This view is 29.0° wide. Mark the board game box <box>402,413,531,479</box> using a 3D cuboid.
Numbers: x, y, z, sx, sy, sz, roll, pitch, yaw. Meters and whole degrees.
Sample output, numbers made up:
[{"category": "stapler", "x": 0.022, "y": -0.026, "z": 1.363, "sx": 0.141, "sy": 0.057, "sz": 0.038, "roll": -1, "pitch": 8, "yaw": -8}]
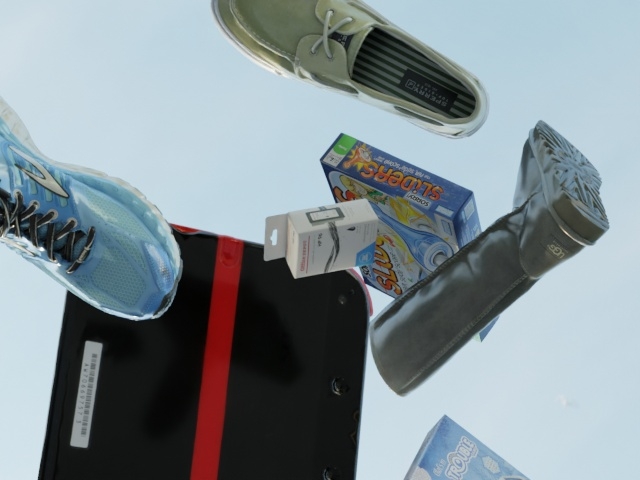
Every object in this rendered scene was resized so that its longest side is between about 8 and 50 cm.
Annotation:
[{"category": "board game box", "x": 0.085, "y": 0.145, "z": 0.651, "sx": 0.090, "sy": 0.090, "sz": 0.020, "roll": 36, "pitch": -60, "yaw": 3}]

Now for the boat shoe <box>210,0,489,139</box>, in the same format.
[{"category": "boat shoe", "x": 0.032, "y": -0.193, "z": 1.216, "sx": 0.302, "sy": 0.094, "sz": 0.109, "roll": 23, "pitch": -90, "yaw": 2}]

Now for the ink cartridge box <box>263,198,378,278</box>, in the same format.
[{"category": "ink cartridge box", "x": 0.000, "y": 0.000, "z": 0.957, "sx": 0.083, "sy": 0.028, "sz": 0.048, "roll": -11, "pitch": -47, "yaw": -16}]

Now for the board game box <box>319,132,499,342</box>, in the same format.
[{"category": "board game box", "x": 0.082, "y": 0.001, "z": 1.085, "sx": 0.136, "sy": 0.201, "sz": 0.035, "roll": 27, "pitch": -113, "yaw": 30}]

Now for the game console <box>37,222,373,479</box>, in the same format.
[{"category": "game console", "x": -0.113, "y": 0.180, "z": 1.277, "sx": 0.341, "sy": 0.060, "sz": 0.387, "roll": 11, "pitch": -106, "yaw": -22}]

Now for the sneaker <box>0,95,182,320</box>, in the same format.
[{"category": "sneaker", "x": -0.140, "y": -0.011, "z": 0.570, "sx": 0.162, "sy": 0.073, "sz": 0.063, "roll": 34, "pitch": -67, "yaw": 3}]

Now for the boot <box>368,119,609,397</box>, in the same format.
[{"category": "boot", "x": 0.130, "y": 0.013, "z": 0.992, "sx": 0.076, "sy": 0.190, "sz": 0.208, "roll": 38, "pitch": -64, "yaw": -8}]
